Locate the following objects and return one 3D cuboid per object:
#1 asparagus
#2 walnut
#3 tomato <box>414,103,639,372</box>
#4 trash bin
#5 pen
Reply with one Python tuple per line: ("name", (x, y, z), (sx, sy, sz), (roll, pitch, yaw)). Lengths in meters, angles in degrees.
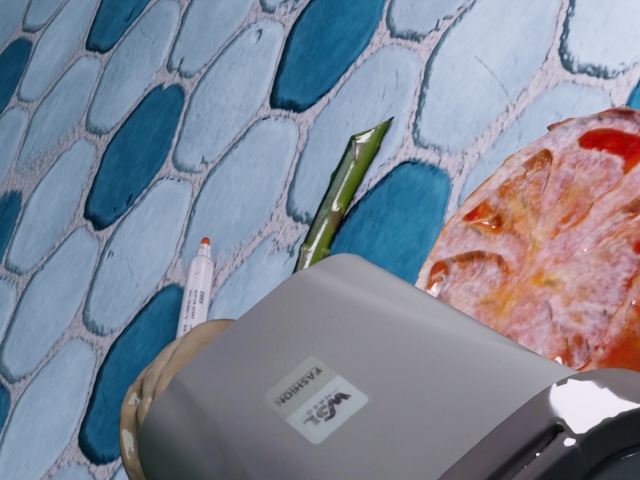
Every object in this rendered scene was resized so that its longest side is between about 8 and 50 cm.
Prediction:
("asparagus", (0.001, 0.000, 1.554), (0.236, 0.027, 0.034), (-66, 16, -17))
("walnut", (-0.073, 0.134, 1.415), (0.140, 0.140, 0.162), (-36, 48, 39))
("tomato", (0.150, 0.041, 1.163), (0.237, 0.095, 0.237), (-40, 28, 27))
("trash bin", (0.058, 0.145, 0.959), (0.220, 0.219, 0.250), (-39, 41, -16))
("pen", (-0.108, 0.077, 1.667), (0.026, 0.026, 0.218), (-38, 31, 36))
